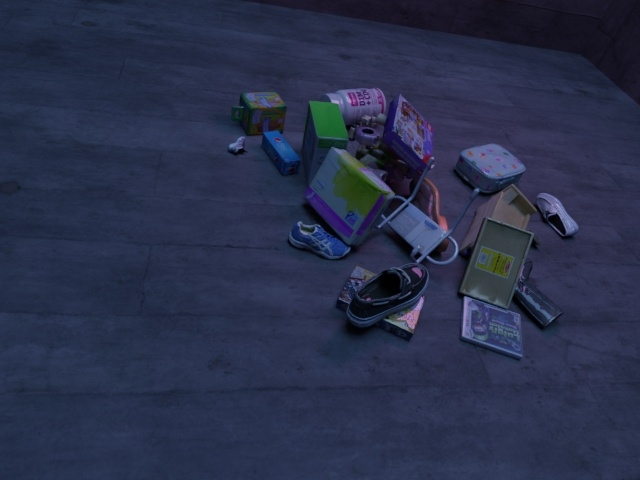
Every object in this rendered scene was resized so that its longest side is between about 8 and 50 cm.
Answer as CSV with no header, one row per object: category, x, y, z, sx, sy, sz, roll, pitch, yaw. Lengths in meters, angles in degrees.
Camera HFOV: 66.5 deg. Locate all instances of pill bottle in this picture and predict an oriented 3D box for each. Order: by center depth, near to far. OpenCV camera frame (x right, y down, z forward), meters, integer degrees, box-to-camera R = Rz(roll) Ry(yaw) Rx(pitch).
pill bottle,0.144,-0.610,2.232,0.282,0.160,0.160,-13,50,-27

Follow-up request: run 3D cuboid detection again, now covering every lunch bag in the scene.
lunch bag,0.739,-0.310,2.129,0.279,0.108,0.224,-17,54,-29

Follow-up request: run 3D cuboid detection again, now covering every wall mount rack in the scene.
wall mount rack,0.353,-0.095,1.648,0.304,0.130,0.350,-43,58,-2

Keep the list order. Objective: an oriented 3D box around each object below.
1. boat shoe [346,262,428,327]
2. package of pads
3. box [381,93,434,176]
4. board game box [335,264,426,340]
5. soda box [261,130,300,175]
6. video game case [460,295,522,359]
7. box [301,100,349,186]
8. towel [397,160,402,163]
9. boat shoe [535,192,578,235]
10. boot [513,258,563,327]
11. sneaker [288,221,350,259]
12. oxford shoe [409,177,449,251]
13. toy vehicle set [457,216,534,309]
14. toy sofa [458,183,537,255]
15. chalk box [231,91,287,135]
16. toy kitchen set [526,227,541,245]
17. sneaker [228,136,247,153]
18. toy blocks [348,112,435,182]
boat shoe,0.218,0.141,1.436,0.335,0.119,0.121,-29,59,-37
package of pads,0.091,-0.158,1.675,0.101,0.229,0.296,7,32,-49
box,0.326,-0.389,1.785,0.201,0.057,0.293,39,39,-18
board game box,0.187,0.188,1.498,0.243,0.042,0.165,24,43,9
soda box,-0.160,-0.350,1.942,0.071,0.067,0.210,-14,50,-28
video game case,0.535,0.269,1.528,0.190,0.022,0.173,19,43,3
box,0.013,-0.371,1.893,0.126,0.231,0.262,2,45,-13
towel,0.284,-0.355,2.109,0.102,0.021,0.237,-14,50,-29
boat shoe,0.956,-0.110,1.999,0.075,0.083,0.226,-12,50,-28
boot,0.727,0.174,1.644,0.189,0.076,0.208,-34,54,-23
sneaker,0.000,0.000,1.612,0.211,0.081,0.080,15,41,-5
oxford shoe,0.367,-0.112,1.806,0.132,0.130,0.364,0,45,-7
toy vehicle set,0.576,0.074,1.606,0.165,0.035,0.267,21,87,5
toy sofa,0.664,-0.036,1.816,0.150,0.177,0.362,44,45,-5
chalk box,-0.268,-0.535,2.058,0.212,0.133,0.132,-11,49,-24
toy kitchen set,0.786,0.000,1.881,0.083,0.075,0.068,44,-1,-15
sneaker,-0.314,-0.372,1.946,0.069,0.038,0.098,32,55,15
toy blocks,0.261,-0.293,1.824,0.260,0.309,0.288,29,45,21
